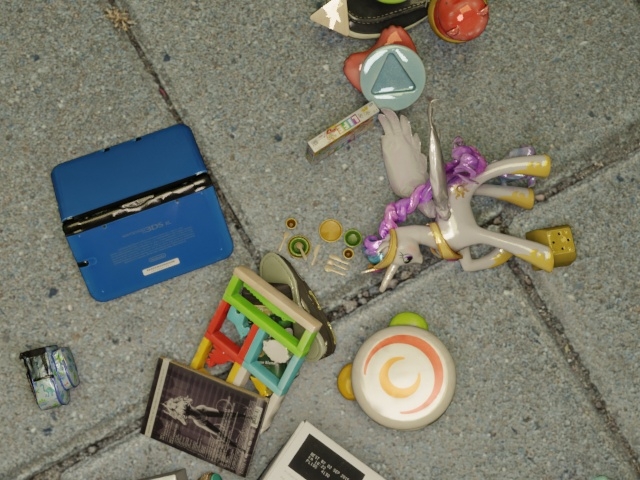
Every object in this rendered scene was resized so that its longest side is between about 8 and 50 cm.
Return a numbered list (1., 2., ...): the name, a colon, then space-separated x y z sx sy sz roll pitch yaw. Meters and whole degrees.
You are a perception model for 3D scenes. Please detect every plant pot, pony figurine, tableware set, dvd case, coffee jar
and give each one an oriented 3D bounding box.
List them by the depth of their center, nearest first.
1. dvd case: -0.215 0.323 1.635 0.221 0.018 0.164 20 107 11
2. coffee jar: -0.094 0.170 1.665 0.096 0.079 0.184 -1 97 39
3. pony figurine: 0.247 -0.085 1.685 0.363 0.303 0.351 -3 94 -10
4. plant pot: 0.463 0.009 1.760 0.081 0.083 0.081 -9 80 -6
5. tableware set: 0.000 0.000 1.763 0.154 0.024 0.104 21 78 1

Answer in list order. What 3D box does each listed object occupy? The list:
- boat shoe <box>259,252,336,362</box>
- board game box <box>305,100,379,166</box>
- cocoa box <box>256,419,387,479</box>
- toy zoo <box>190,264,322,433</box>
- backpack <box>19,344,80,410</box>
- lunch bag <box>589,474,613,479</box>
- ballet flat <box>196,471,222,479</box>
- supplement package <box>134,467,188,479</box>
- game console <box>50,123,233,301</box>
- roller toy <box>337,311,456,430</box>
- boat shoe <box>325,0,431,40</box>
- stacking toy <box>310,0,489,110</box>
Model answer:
1. boat shoe: -0.044 0.126 1.716 0.081 0.068 0.228 -34 76 33
2. board game box: 0.042 -0.210 1.765 0.154 0.103 0.026 -34 83 -9
3. cocoa box: 0.023 0.527 1.532 0.347 0.228 0.231 36 56 3
4. toy zoo: -0.134 0.218 1.630 0.192 0.030 0.293 36 114 21
5. backpack: -0.493 0.251 1.644 0.084 0.105 0.114 -13 86 -5
6. lunch bag: 0.472 0.572 1.594 0.279 0.224 0.108 -47 47 -8
7. ballet flat: -0.183 0.530 1.639 0.067 0.073 0.206 -26 78 20
8. supplement package: -0.329 0.499 1.560 0.203 0.194 0.149 -12 80 -5
9. game console: -0.350 -0.057 1.751 0.293 0.173 0.250 -20 112 -6
10. roller toy: 0.154 0.261 1.661 0.209 0.146 0.191 -42 75 -4
11. boat shoe: 0.236 -0.571 1.822 0.500 0.156 0.187 -26 84 -7
12. stacking toy: 0.152 -0.420 1.720 0.279 0.130 0.309 42 105 -15
